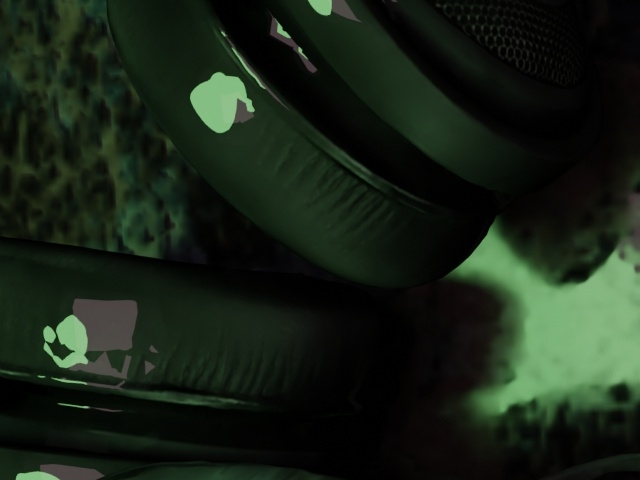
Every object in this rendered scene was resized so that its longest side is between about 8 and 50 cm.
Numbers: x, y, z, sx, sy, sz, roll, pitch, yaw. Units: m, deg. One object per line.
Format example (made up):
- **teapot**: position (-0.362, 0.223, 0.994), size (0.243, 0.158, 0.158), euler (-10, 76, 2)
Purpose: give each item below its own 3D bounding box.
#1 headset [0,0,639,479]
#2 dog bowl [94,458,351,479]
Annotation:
- **headset**: position (0.000, 0.000, 0.540), size (0.394, 0.185, 0.243), euler (40, 109, 35)
- **dog bowl**: position (-0.002, 0.260, 0.401), size (0.408, 0.150, 0.408), euler (24, 127, 35)
